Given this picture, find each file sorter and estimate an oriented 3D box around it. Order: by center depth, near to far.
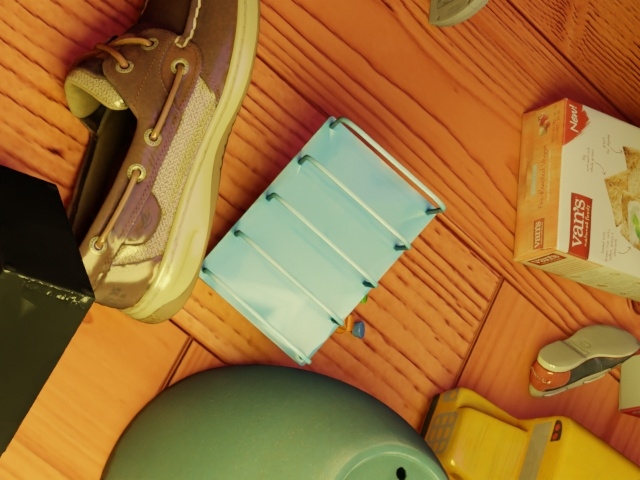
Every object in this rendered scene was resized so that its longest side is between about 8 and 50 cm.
[{"bbox_3d":[0.000,0.000,1.278,0.118,0.104,0.170,42,87,-3],"label":"file sorter"}]

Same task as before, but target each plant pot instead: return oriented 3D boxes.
[{"bbox_3d":[-0.002,0.229,1.246,0.290,0.195,0.290,9,74,-35],"label":"plant pot"}]

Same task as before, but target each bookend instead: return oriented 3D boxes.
[{"bbox_3d":[-0.243,0.049,1.174,0.072,0.156,0.157,21,112,-31],"label":"bookend"}]

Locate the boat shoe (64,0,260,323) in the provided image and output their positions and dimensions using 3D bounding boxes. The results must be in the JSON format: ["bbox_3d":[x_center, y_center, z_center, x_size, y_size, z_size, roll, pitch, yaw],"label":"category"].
[{"bbox_3d":[-0.140,-0.112,1.272,0.123,0.123,0.342,19,76,-31],"label":"boat shoe"}]

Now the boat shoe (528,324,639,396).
[{"bbox_3d":[0.251,0.116,1.553,0.137,0.049,0.043,-14,130,-40],"label":"boat shoe"}]

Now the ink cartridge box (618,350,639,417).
[{"bbox_3d":[0.386,0.148,1.601,0.150,0.109,0.063,17,68,-32],"label":"ink cartridge box"}]

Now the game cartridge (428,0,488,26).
[{"bbox_3d":[0.131,-0.231,1.515,0.017,0.083,0.056,19,70,-27],"label":"game cartridge"}]

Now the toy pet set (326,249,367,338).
[{"bbox_3d":[-0.005,0.014,1.391,0.114,0.065,0.122,34,58,-66],"label":"toy pet set"}]

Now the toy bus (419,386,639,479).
[{"bbox_3d":[0.235,0.251,1.454,0.332,0.130,0.108,36,61,-25],"label":"toy bus"}]

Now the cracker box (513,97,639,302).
[{"bbox_3d":[0.299,-0.030,1.604,0.232,0.067,0.156,17,70,-32],"label":"cracker box"}]
